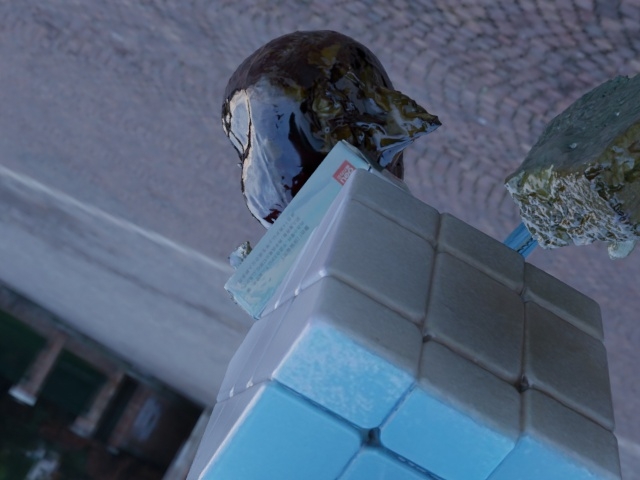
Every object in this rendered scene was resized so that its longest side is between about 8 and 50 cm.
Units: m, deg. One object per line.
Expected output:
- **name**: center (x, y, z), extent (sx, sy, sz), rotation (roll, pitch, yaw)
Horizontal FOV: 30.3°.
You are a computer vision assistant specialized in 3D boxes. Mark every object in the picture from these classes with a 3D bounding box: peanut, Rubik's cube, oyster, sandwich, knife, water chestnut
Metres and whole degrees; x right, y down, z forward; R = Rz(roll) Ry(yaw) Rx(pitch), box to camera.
- **peanut**: center (0.396, -0.002, 1.543), extent (0.037, 0.037, 0.083), rotation (27, 141, 4)
- **Rubik's cube**: center (0.076, 0.177, 1.182), extent (0.315, 0.322, 0.319), rotation (30, -151, -7)
- **oyster**: center (-0.115, 0.031, 1.811), extent (0.051, 0.034, 0.093), rotation (71, 159, 3)
- **sandwich**: center (0.386, -0.113, 1.533), extent (0.131, 0.262, 0.325), rotation (52, 166, -9)
- **knife**: center (0.364, -0.020, 1.939), extent (0.031, 0.222, 0.064), rotation (-2, 122, 59)
- **water chestnut**: center (0.021, -0.163, 1.823), extent (0.346, 0.335, 0.335), rotation (-1, 151, 39)

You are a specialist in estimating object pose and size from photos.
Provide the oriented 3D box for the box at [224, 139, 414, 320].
- **box**: center (0.000, 0.000, 1.626), extent (0.079, 0.269, 0.135), rotation (43, -173, 35)
